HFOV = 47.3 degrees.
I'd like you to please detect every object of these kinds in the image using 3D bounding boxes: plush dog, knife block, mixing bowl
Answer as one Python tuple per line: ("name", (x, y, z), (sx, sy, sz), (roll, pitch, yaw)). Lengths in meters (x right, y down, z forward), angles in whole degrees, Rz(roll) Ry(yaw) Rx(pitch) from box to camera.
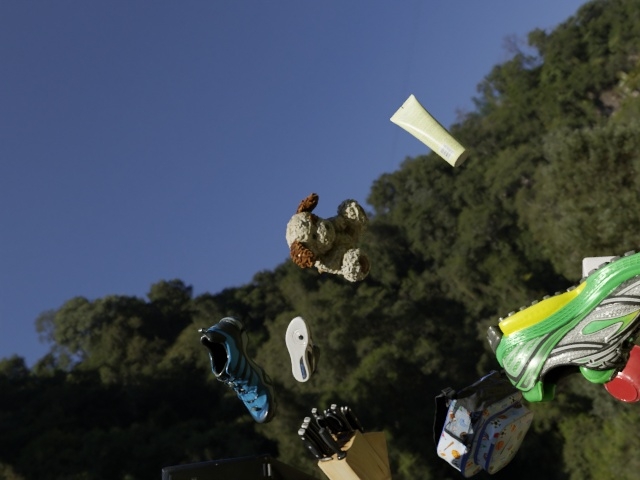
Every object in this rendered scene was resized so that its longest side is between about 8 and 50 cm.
("plush dog", (0.000, 0.000, 2.049), (0.225, 0.263, 0.210), (28, -43, -33))
("knife block", (0.058, 0.529, 1.726), (0.088, 0.276, 0.242), (-21, -21, 39))
("mixing bowl", (0.876, 0.393, 2.083), (0.098, 0.181, 0.181), (-39, -23, -34))

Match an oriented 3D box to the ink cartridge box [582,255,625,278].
("ink cartridge box", (0.608, 0.104, 1.385), (0.148, 0.203, 0.086), (68, -156, -43))

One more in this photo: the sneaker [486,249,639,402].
("sneaker", (0.424, 0.125, 1.057), (0.343, 0.146, 0.134), (-34, -33, 22))

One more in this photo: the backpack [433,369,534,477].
("backpack", (0.453, 0.528, 2.048), (0.276, 0.213, 0.263), (-9, -51, -39))

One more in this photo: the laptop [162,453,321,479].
("laptop", (-0.152, 0.734, 1.713), (0.407, 0.382, 0.236), (-6, -43, -3))

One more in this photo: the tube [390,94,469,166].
("tube", (0.305, -0.299, 2.010), (0.070, 0.240, 0.062), (-32, -26, -29))

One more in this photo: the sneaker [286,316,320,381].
("sneaker", (-0.052, 0.332, 2.352), (0.121, 0.079, 0.217), (-39, -50, -64))

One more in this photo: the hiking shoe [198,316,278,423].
("hiking shoe", (-0.226, 0.359, 1.943), (0.113, 0.304, 0.132), (-31, -6, 38))
